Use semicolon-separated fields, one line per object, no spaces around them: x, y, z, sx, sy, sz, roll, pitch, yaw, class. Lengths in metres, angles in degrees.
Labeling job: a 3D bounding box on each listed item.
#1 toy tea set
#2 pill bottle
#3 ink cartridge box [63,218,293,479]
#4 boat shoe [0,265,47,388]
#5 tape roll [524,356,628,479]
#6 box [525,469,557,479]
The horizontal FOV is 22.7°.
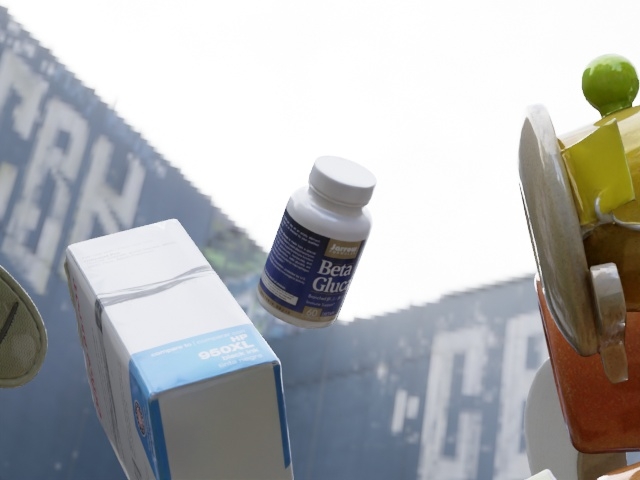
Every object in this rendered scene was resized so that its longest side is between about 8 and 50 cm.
0.158;0.106;0.533;0.124;0.336;0.200;-13;-18;6;toy tea set
0.000;0.000;1.675;0.094;0.094;0.169;16;-65;-9;pill bottle
-0.178;0.189;1.996;0.166;0.395;0.285;-15;-59;-17;ink cartridge box
-0.376;0.042;1.378;0.302;0.113;0.103;32;-21;-36;boat shoe
0.362;0.273;1.670;0.072;0.392;0.392;-22;-24;-26;tape roll
0.110;0.319;1.128;0.243;0.213;0.117;-26;-51;-2;box
